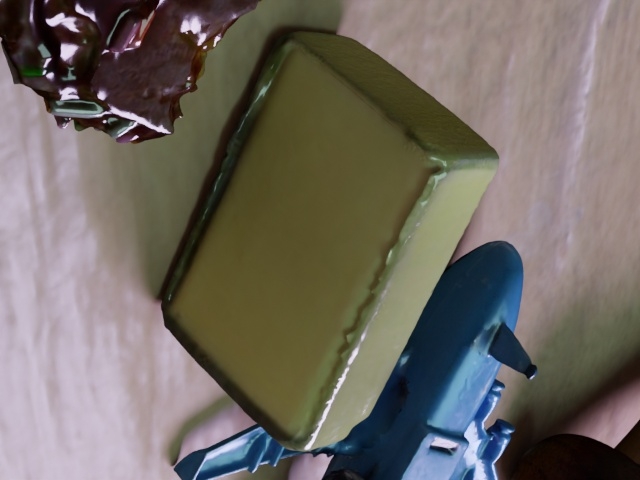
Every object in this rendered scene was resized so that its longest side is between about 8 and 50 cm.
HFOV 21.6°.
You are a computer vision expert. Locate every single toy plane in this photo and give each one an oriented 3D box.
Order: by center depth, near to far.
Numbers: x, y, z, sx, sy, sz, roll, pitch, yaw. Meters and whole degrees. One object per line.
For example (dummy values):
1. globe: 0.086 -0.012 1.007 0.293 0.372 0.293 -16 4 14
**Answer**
1. toy plane: 0.047 0.121 0.997 0.254 0.105 0.271 18 115 -38

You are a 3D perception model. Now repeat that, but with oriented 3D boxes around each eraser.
1. eraser: 0.000 0.000 0.804 0.058 0.117 0.172 -7 130 -49

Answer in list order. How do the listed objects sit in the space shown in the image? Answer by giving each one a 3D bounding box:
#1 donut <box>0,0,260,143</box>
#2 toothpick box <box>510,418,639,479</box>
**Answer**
1. donut: -0.045 -0.155 0.616 0.230 0.096 0.216 -40 143 -9
2. toothpick box: 0.276 0.173 1.221 0.294 0.192 0.192 -37 145 -22
